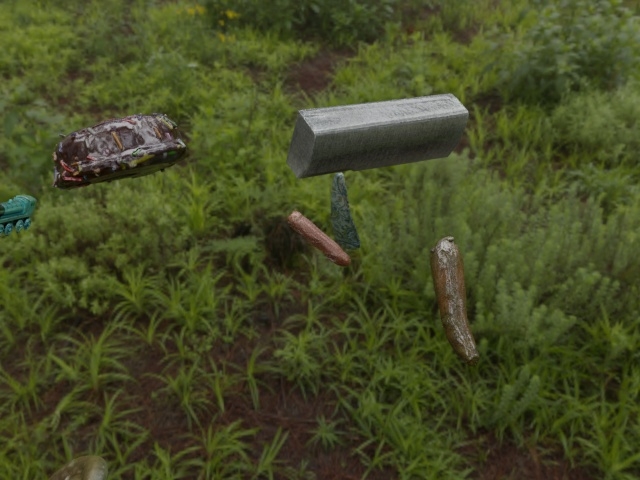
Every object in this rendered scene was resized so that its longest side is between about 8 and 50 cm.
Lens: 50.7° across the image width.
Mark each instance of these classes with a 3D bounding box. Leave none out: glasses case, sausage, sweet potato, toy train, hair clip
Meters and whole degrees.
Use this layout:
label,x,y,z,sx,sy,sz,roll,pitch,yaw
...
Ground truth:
label,x,y,z,sx,sy,sz,roll,pitch,yaw
glasses case,0.066,-0.115,0.748,0.205,0.070,0.047,-13,51,-29
sausage,0.000,0.000,1.318,0.158,0.036,0.042,40,32,-14
sweet potato,0.277,0.128,1.413,0.075,0.273,0.075,-8,-12,-2
toy train,-0.380,-0.030,0.822,0.029,0.045,0.092,21,10,2
hair clip,0.052,-0.056,1.532,0.066,0.229,0.036,18,49,28

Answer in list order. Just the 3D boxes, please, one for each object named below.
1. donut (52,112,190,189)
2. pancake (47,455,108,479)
label,x,y,z,sx,sy,sz,roll,pitch,yaw
donut,-0.339,-0.154,1.143,0.230,0.095,0.216,-17,4,-35
pancake,-0.421,0.421,1.019,0.236,0.042,0.222,-47,19,-18
